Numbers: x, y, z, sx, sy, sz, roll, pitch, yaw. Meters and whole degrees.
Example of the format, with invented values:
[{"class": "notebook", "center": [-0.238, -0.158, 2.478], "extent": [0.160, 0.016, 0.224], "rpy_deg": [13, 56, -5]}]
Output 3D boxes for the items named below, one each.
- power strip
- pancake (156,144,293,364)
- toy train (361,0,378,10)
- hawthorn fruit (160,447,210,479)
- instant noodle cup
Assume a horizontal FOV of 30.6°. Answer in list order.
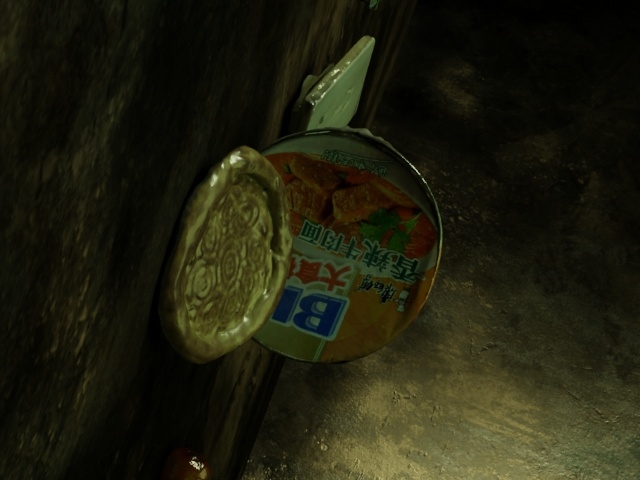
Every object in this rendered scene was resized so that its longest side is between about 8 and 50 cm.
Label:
[{"class": "power strip", "center": [-0.003, -0.217, 1.837], "extent": [0.213, 0.064, 0.198], "rpy_deg": [-51, 165, -39]}, {"class": "pancake", "center": [-0.101, 0.021, 1.305], "extent": [0.250, 0.031, 0.250], "rpy_deg": [-39, 138, -48]}, {"class": "toy train", "center": [0.050, -0.392, 1.326], "extent": [0.177, 0.134, 0.261], "rpy_deg": [-51, 159, -56]}, {"class": "hawthorn fruit", "center": [-0.196, 0.337, 1.686], "extent": [0.077, 0.077, 0.077], "rpy_deg": [18, 90, -86]}, {"class": "instant noodle cup", "center": [0.000, 0.000, 1.523], "extent": [0.214, 0.296, 0.296], "rpy_deg": [-131, -121, -84]}]
